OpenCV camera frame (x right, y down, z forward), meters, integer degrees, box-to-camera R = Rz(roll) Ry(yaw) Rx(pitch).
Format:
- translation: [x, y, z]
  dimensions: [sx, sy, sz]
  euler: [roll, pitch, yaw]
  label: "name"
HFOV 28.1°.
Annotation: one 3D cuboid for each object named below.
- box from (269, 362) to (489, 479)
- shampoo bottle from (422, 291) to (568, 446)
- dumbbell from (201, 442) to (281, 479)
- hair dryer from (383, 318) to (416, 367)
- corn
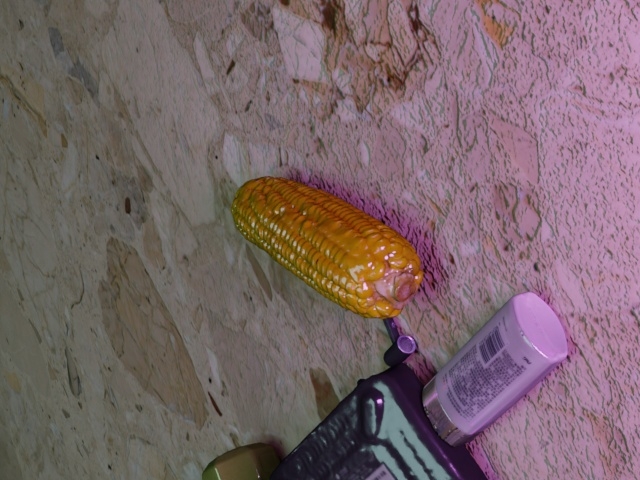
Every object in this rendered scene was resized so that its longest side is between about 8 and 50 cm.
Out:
- translation: [0.084, 0.334, 1.573]
  dimensions: [0.290, 0.073, 0.289]
  euler: [-48, 67, 36]
  label: "box"
- translation: [0.189, 0.147, 1.418]
  dimensions: [0.086, 0.056, 0.227]
  euler: [63, 146, 22]
  label: "shampoo bottle"
- translation: [-0.076, 0.453, 1.901]
  dimensions: [0.108, 0.121, 0.302]
  euler: [-30, 74, 27]
  label: "dumbbell"
- translation: [0.087, 0.114, 1.599]
  dimensions: [0.047, 0.026, 0.083]
  euler: [-51, 55, 51]
  label: "hair dryer"
- translation: [0.000, 0.000, 1.604]
  dimensions: [0.363, 0.120, 0.120]
  euler: [29, 124, 50]
  label: "corn"
